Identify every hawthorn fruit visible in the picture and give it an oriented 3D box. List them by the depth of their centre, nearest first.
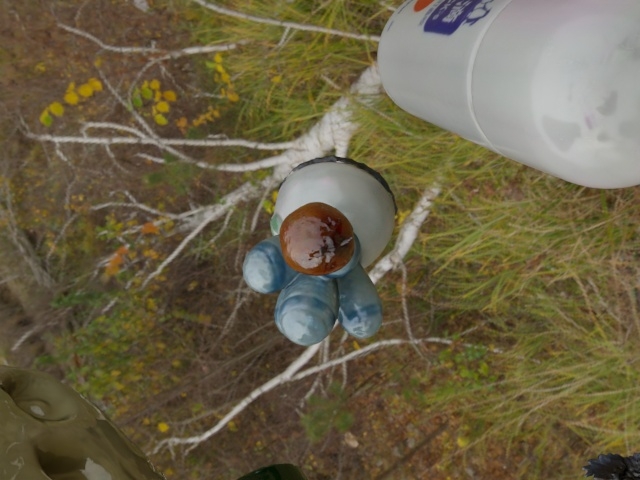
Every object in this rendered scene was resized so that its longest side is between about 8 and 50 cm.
[{"bbox_3d":[0.000,0.000,0.665,0.093,0.081,0.081,-157,49,-71],"label":"hawthorn fruit"}]

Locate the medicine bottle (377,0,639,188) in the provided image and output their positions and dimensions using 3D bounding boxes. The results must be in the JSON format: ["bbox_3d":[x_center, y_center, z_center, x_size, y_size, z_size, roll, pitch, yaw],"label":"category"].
[{"bbox_3d":[0.153,-0.132,0.486,0.341,0.130,0.130,-120,20,-66],"label":"medicine bottle"}]

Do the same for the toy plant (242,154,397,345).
[{"bbox_3d":[0.004,0.041,1.035,0.247,0.332,0.247,6,131,6],"label":"toy plant"}]

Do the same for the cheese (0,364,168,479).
[{"bbox_3d":[-0.192,0.212,0.381,0.328,0.129,0.351,44,-179,8],"label":"cheese"}]

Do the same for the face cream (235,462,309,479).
[{"bbox_3d":[-0.023,0.520,0.875,0.357,0.313,0.219,46,140,38],"label":"face cream"}]

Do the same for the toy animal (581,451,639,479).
[{"bbox_3d":[0.445,0.280,0.786,0.220,0.062,0.107,0,77,15],"label":"toy animal"}]
